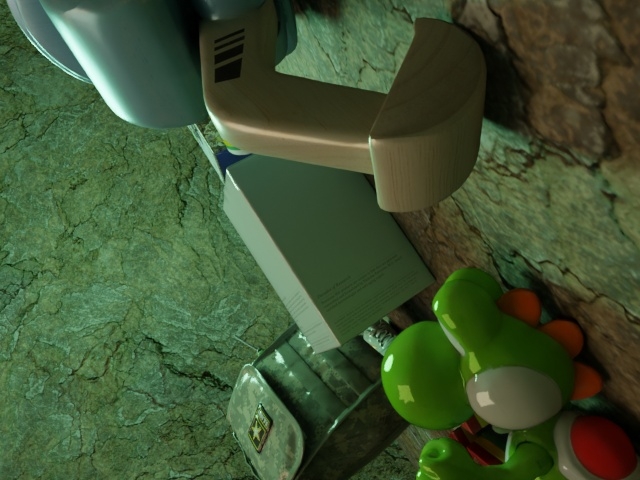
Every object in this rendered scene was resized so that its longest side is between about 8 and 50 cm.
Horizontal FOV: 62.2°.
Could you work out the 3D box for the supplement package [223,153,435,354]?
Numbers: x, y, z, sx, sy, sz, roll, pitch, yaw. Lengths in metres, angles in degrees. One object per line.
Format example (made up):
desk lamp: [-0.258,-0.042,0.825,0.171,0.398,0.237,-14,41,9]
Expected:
supplement package: [0.000,0.000,0.816,0.293,0.175,0.177,57,162,6]

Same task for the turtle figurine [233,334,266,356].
turtle figurine: [-0.094,0.226,1.387,0.274,0.198,0.266,56,153,5]

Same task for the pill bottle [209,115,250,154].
pill bottle: [-0.169,-0.279,1.017,0.117,0.117,0.208,46,165,51]

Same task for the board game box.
board game box: [-0.255,-0.316,1.266,0.291,0.141,0.232,57,171,6]

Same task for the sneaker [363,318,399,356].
sneaker: [0.138,0.227,1.170,0.121,0.099,0.262,60,170,11]

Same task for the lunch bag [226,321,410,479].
lunch bag: [-0.019,0.284,0.905,0.235,0.287,0.169,36,164,51]

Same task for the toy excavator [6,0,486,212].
toy excavator: [-0.103,-0.195,0.508,0.222,0.433,0.445,72,-169,-56]

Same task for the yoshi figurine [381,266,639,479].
yoshi figurine: [0.189,0.207,0.538,0.362,0.203,0.203,61,178,1]

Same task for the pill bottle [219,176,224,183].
pill bottle: [-0.195,-0.172,1.468,0.131,0.131,0.229,63,170,-31]

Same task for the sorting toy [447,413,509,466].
sorting toy: [0.235,0.271,0.807,0.257,0.089,0.255,58,171,-4]

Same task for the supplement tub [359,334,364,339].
supplement tub: [0.105,0.369,1.451,0.207,0.207,0.338,56,170,12]
